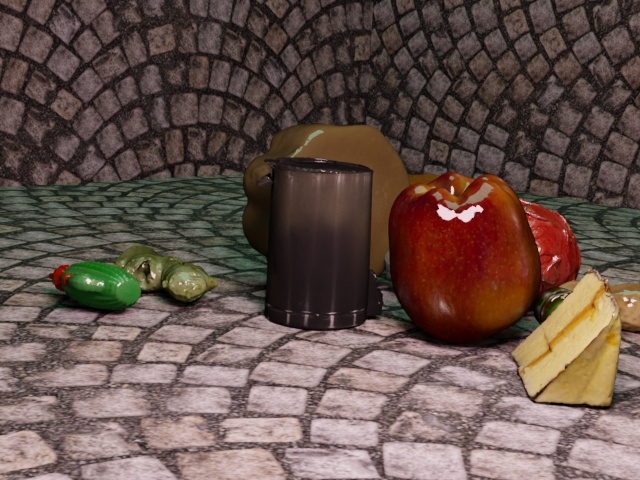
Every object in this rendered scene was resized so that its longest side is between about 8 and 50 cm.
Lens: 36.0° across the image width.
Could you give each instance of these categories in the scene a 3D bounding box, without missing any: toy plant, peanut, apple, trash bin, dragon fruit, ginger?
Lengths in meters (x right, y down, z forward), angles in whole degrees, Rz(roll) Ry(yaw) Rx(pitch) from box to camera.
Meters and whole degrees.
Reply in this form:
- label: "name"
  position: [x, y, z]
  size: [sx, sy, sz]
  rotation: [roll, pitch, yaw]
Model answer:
- label: "toy plant"
  position: [-0.431, 0.086, 1.908]
  size: [0.154, 0.088, 0.240]
  rotation: [11, -5, -24]
- label: "toy plant"
  position: [0.458, 0.141, 1.823]
  size: [0.092, 0.093, 0.162]
  rotation: [1, 11, -9]
- label: "peanut"
  position: [0.562, 0.126, 1.927]
  size: [0.229, 0.098, 0.103]
  rotation: [6, -31, 10]
- label: "apple"
  position: [0.261, 0.036, 1.800]
  size: [0.288, 0.317, 0.288]
  rotation: [-11, 18, 4]
- label: "trash bin"
  position: [0.000, 0.000, 1.881]
  size: [0.252, 0.302, 0.203]
  rotation: [1, 10, -6]
- label: "dragon fruit"
  position: [0.428, 0.032, 2.064]
  size: [0.241, 0.241, 0.252]
  rotation: [7, 23, 22]
- label: "ginger"
  position: [-0.324, 0.072, 2.018]
  size: [0.290, 0.089, 0.137]
  rotation: [18, -1, 39]

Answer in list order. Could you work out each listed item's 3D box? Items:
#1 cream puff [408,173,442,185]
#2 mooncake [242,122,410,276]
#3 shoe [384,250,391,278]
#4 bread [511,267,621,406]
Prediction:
- label: "cream puff"
  position: [0.239, -0.040, 2.445]
  size: [0.303, 0.212, 0.303]
  rotation: [-3, 19, 1]
- label: "mooncake"
  position: [0.007, -0.077, 2.151]
  size: [0.378, 0.379, 0.200]
  rotation: [-5, 7, -36]
- label: "shoe"
  position: [0.242, 0.091, 2.076]
  size: [0.103, 0.100, 0.251]
  rotation: [-45, 49, -17]
- label: "bread"
  position: [0.389, 0.142, 1.559]
  size: [0.135, 0.178, 0.240]
  rotation: [5, 12, 4]
